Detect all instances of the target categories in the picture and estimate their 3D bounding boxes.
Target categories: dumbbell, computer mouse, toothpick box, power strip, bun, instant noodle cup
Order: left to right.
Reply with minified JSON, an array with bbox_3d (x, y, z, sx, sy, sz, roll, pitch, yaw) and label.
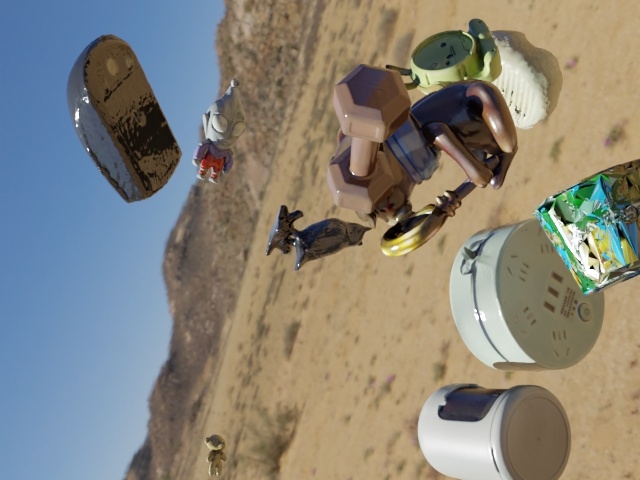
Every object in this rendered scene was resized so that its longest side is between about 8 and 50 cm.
[{"bbox_3d":[-0.338,-0.196,1.376,0.269,0.100,0.170,68,-150,-29],"label":"computer mouse"},{"bbox_3d":[0.056,-0.119,1.038,0.231,0.092,0.082,93,-168,-63],"label":"dumbbell"},{"bbox_3d":[0.343,0.413,1.746,0.316,0.229,0.229,-13,56,57],"label":"toothpick box"},{"bbox_3d":[0.494,-0.418,2.123,0.168,0.273,0.273,-52,-4,-21],"label":"bun"},{"bbox_3d":[0.451,0.116,1.842,0.161,0.357,0.358,-17,52,57],"label":"power strip"},{"bbox_3d":[0.522,-0.016,1.497,0.240,0.240,0.178,119,131,-69],"label":"instant noodle cup"}]

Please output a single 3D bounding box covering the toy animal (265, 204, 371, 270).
[{"bbox_3d":[0.004,0.002,1.640,0.121,0.210,0.117,112,156,-51],"label":"toy animal"}]

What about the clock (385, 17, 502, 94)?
[{"bbox_3d":[0.258,-0.373,1.765,0.170,0.231,0.069,-100,-12,-45],"label":"clock"}]

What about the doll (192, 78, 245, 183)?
[{"bbox_3d":[-0.212,-0.238,1.797,0.075,0.102,0.228,23,95,53],"label":"doll"}]

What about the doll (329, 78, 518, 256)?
[{"bbox_3d":[0.189,-0.148,1.449,0.318,0.339,0.209,-116,1,-58],"label":"doll"}]

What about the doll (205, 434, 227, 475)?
[{"bbox_3d":[-0.257,0.524,2.044,0.051,0.061,0.093,14,91,46],"label":"doll"}]
